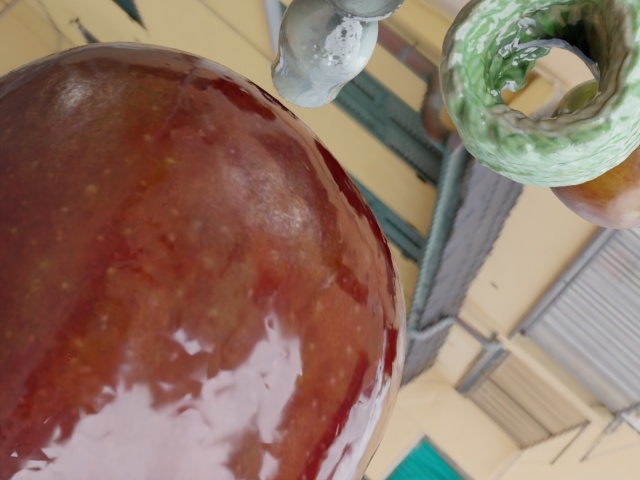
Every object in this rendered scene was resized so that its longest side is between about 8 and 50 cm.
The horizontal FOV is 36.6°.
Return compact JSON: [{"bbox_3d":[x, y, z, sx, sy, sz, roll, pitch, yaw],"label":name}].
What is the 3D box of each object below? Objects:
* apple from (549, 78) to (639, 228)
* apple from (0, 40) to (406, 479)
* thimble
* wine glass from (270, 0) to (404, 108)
[{"bbox_3d":[0.371,-0.114,1.220,0.196,0.196,0.196,-45,167,-13],"label":"apple"},{"bbox_3d":[-0.100,0.058,0.485,0.288,0.288,0.316,118,-3,-48],"label":"apple"},{"bbox_3d":[0.231,-0.167,0.975,0.219,0.219,0.150,-49,159,4],"label":"thimble"},{"bbox_3d":[0.010,-0.197,0.903,0.093,0.093,0.202,-43,179,-22],"label":"wine glass"}]
